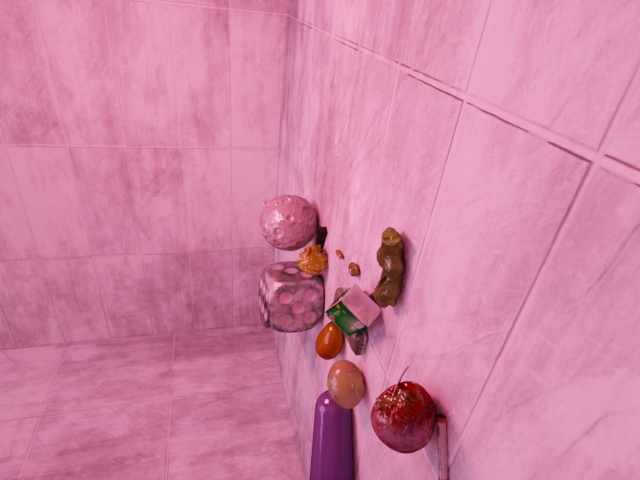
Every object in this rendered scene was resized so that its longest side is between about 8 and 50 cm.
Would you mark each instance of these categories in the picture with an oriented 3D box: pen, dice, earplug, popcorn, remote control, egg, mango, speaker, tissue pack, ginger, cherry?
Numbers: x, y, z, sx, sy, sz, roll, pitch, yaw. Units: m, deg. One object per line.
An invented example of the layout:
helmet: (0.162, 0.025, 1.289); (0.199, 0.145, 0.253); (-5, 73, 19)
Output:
pen: (0.341, 0.607, 1.138); (0.028, 0.028, 0.239); (180, 87, -75)
dice: (-0.179, 0.325, 2.389); (0.328, 0.348, 0.330); (-134, 42, -65)
earplug: (0.059, 0.935, 1.924); (0.215, 0.215, 0.456); (-177, 88, -75)
popcorn: (-0.037, 0.102, 2.207); (0.142, 0.173, 0.173); (81, 180, -70)
remote control: (0.122, 0.355, 1.821); (0.335, 0.065, 0.128); (-115, 25, -54)
egg: (0.109, 0.615, 1.746); (0.164, 0.164, 0.201); (127, 133, -67)
mango: (0.048, 0.499, 2.015); (0.221, 0.120, 0.151); (115, 150, -42)
speaker: (0.000, 0.000, 2.252); (0.191, 0.040, 0.046); (105, 159, -50)
tissue pack: (0.140, 0.263, 1.618); (0.148, 0.156, 0.209); (42, 152, 3)
ginger: (0.229, 0.097, 1.365); (0.137, 0.089, 0.290); (18, 116, 54)
cherry: (0.247, 0.524, 1.192); (0.175, 0.192, 0.250); (19, 138, 34)

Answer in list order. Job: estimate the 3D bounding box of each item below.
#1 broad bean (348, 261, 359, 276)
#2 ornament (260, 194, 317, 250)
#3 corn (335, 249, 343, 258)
broad bean: (0.142, 0.125, 1.760); (0.083, 0.045, 0.063); (-116, 16, -72)
ornament: (-0.183, -0.092, 2.356); (0.337, 0.337, 0.337); (177, 90, -75)
corn: (0.092, 0.067, 1.957); (0.083, 0.028, 0.027); (-116, 22, -64)
